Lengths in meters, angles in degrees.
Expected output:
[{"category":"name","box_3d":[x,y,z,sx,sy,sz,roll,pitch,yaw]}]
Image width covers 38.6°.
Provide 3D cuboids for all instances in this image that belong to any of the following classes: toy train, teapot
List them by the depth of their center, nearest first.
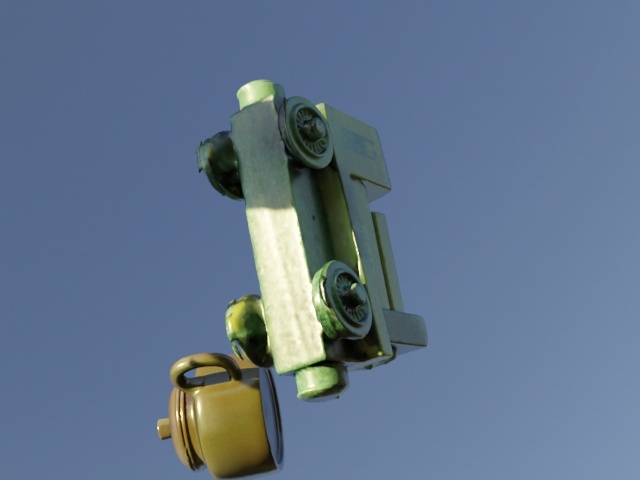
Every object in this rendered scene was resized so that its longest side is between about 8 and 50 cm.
[{"category":"toy train","box_3d":[0.000,0.000,1.111,0.160,0.397,0.253,-23,-21,29]},{"category":"teapot","box_3d":[-0.155,0.257,1.342,0.175,0.186,0.268,-12,-48,2]}]
